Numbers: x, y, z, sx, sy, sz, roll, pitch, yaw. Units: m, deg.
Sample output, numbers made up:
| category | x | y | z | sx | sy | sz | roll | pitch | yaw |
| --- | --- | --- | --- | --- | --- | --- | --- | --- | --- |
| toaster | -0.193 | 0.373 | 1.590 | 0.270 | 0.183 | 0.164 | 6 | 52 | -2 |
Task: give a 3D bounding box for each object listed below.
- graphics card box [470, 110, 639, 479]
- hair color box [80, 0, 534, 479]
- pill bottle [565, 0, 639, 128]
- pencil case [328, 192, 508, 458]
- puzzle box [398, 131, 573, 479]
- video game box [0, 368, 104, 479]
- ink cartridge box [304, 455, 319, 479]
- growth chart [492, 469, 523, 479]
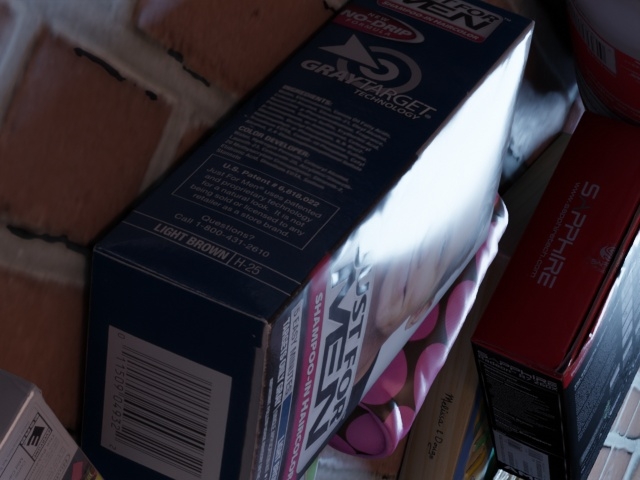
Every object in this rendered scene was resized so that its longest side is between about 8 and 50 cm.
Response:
| category | x | y | z | sx | sy | sz | roll | pitch | yaw |
| --- | --- | --- | --- | --- | --- | --- | --- | --- | --- |
| graphics card box | 0.232 | 0.070 | 1.725 | 0.233 | 0.094 | 0.371 | -63 | 161 | -17 |
| hair color box | 0.000 | 0.000 | 1.097 | 0.347 | 0.105 | 0.174 | -49 | 155 | -47 |
| pill bottle | 0.324 | -0.186 | 1.629 | 0.229 | 0.229 | 0.408 | -64 | 163 | -12 |
| pencil case | 0.048 | 0.044 | 1.329 | 0.095 | 0.098 | 0.209 | 45 | 59 | -22 |
| puzzle box | 0.160 | 0.126 | 1.824 | 0.272 | 0.052 | 0.409 | -43 | 151 | -54 |
| video game box | -0.174 | 0.176 | 0.890 | 0.205 | 0.048 | 0.187 | -61 | 160 | -19 |
| ink cartridge box | -0.076 | 0.201 | 1.201 | 0.235 | 0.056 | 0.171 | -47 | 154 | -52 |
| growth chart | 0.188 | 0.254 | 1.947 | 0.237 | 0.021 | 0.172 | -55 | 160 | -35 |
